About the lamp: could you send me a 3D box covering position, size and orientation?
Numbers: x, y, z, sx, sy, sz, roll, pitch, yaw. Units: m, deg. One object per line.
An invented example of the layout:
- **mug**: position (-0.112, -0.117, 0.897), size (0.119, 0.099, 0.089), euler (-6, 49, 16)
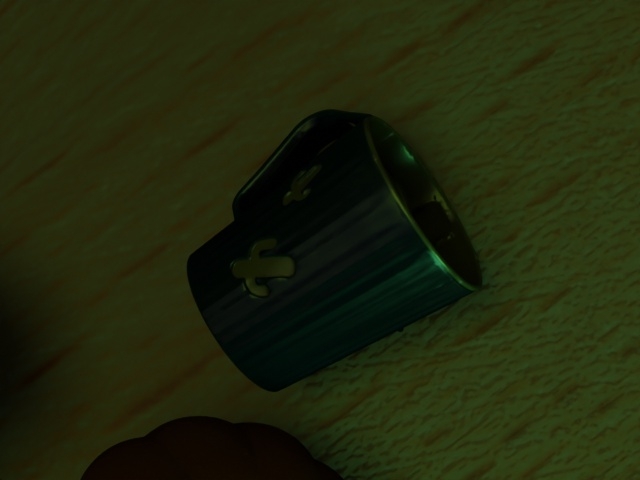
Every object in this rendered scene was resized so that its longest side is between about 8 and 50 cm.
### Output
- **lamp**: position (-0.069, 0.220, 1.217), size (0.223, 0.196, 0.223), euler (1, 88, -23)

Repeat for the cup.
- **cup**: position (0.000, 0.000, 1.271), size (0.155, 0.131, 0.176), euler (-34, 46, 13)
